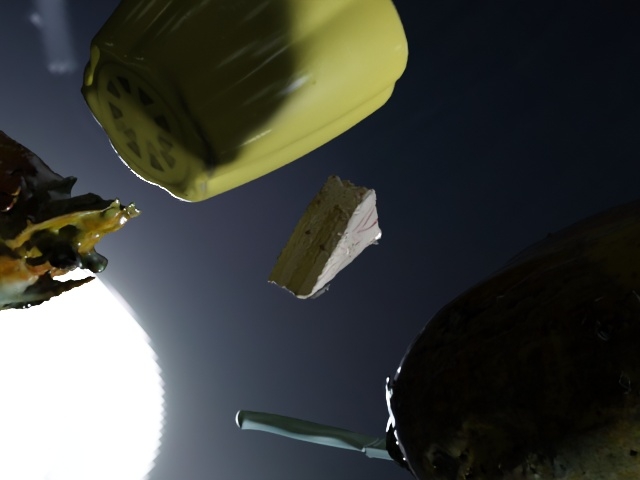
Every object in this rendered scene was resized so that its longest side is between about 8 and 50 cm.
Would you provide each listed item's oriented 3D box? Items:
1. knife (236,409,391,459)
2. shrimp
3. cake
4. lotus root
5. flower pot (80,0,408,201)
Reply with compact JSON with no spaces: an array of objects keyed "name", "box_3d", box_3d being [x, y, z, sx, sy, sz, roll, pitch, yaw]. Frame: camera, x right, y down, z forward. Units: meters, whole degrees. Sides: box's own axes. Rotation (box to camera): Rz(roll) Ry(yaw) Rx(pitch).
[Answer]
[{"name":"knife","box_3d":[0.036,0.153,1.459,0.210,0.015,0.028,10,-176,14]},{"name":"shrimp","box_3d":[-0.180,-0.018,0.976,0.217,0.051,0.115,1,98,39]},{"name":"cake","box_3d":[0.000,0.000,1.629,0.052,0.121,0.065,19,129,25]},{"name":"lotus root","box_3d":[0.181,0.067,1.112,0.397,0.196,0.179,-27,76,47]},{"name":"flower pot","box_3d":[-0.065,-0.131,1.399,0.195,0.179,0.195,34,147,26]}]
